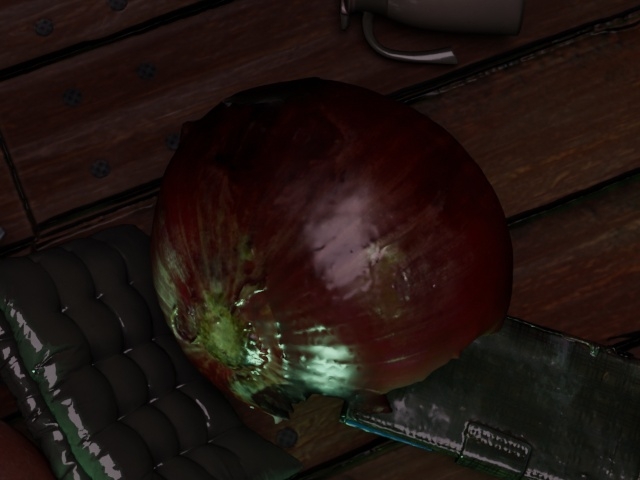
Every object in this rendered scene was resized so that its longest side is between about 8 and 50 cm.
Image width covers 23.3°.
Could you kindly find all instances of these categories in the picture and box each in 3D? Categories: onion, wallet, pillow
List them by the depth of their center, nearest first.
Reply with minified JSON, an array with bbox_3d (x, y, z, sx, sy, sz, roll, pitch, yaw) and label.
[{"bbox_3d":[-0.007,0.004,1.434,0.341,0.341,0.341,1,78,-6],"label":"onion"},{"bbox_3d":[-0.183,0.146,1.487,0.326,0.101,0.228,57,34,10],"label":"pillow"},{"bbox_3d":[0.189,0.159,1.596,0.317,0.044,0.169,18,73,-3],"label":"wallet"}]

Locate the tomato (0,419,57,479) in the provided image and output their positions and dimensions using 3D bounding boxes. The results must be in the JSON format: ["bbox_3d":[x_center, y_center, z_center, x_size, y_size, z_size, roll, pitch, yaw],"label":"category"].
[{"bbox_3d":[-0.354,0.279,1.429,0.256,0.224,0.256,0,71,-1],"label":"tomato"}]

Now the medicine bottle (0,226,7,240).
[{"bbox_3d":[-0.436,0.113,1.507,0.110,0.110,0.352,37,77,3],"label":"medicine bottle"}]

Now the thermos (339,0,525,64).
[{"bbox_3d":[0.116,-0.256,1.655,0.193,0.105,0.137,0,109,-2],"label":"thermos"}]
